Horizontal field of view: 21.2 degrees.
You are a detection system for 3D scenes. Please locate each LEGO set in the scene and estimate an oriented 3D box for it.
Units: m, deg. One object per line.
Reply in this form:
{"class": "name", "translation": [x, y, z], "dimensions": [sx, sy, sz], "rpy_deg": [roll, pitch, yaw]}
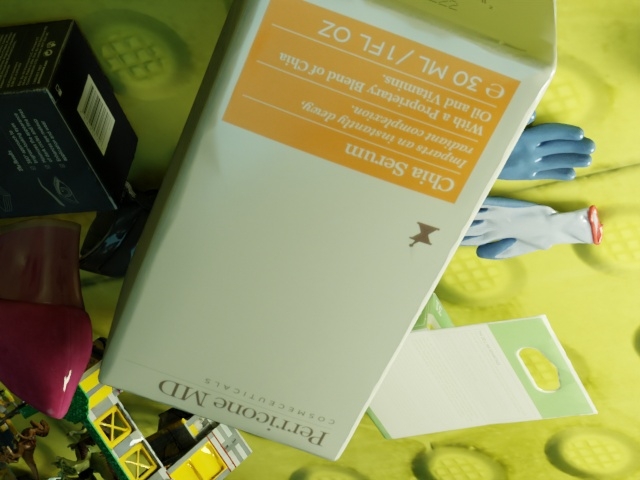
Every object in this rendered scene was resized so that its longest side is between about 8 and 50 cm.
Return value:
{"class": "LEGO set", "translation": [-0.237, 0.221, 1.880], "dimensions": [0.255, 0.192, 0.331], "rpy_deg": [50, 132, 2]}

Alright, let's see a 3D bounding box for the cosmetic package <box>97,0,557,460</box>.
{"class": "cosmetic package", "translation": [-0.004, -0.048, 1.385], "dimensions": [0.230, 0.161, 0.453], "rpy_deg": [19, 129, -8]}

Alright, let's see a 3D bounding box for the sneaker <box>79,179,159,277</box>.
{"class": "sneaker", "translation": [-0.157, 0.037, 1.652], "dimensions": [0.153, 0.101, 0.268], "rpy_deg": [14, 136, -1]}

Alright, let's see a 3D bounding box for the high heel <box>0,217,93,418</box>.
{"class": "high heel", "translation": [-0.343, 0.099, 1.658], "dimensions": [0.127, 0.181, 0.377], "rpy_deg": [9, 164, -31]}

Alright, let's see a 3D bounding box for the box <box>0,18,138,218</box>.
{"class": "box", "translation": [-0.267, -0.104, 1.509], "dimensions": [0.158, 0.093, 0.156], "rpy_deg": [-4, 139, 18]}

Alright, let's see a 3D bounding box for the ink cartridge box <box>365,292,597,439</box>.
{"class": "ink cartridge box", "translation": [0.139, 0.121, 1.705], "dimensions": [0.235, 0.056, 0.171], "rpy_deg": [-12, 136, 23]}

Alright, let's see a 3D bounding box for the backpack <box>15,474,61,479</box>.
{"class": "backpack", "translation": [-0.312, 0.356, 2.071], "dimensions": [0.182, 0.115, 0.152], "rpy_deg": [29, 150, -21]}

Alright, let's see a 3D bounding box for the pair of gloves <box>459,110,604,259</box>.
{"class": "pair of gloves", "translation": [0.168, -0.050, 1.514], "dimensions": [0.159, 0.023, 0.198], "rpy_deg": [-1, 140, 14]}
